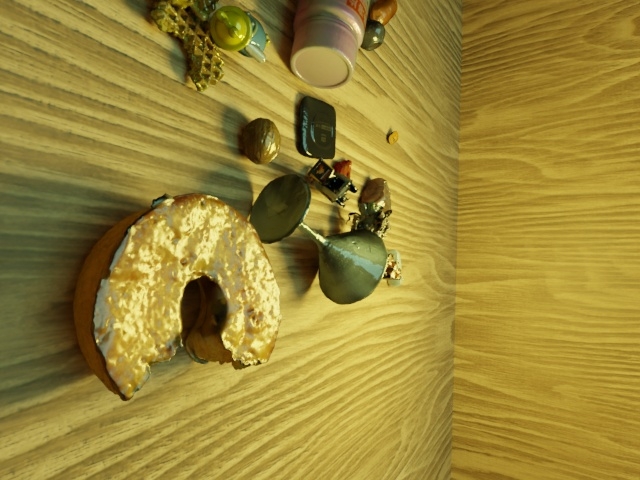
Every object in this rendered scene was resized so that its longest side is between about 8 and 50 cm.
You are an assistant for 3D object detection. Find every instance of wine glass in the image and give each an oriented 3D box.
[{"bbox_3d":[0.000,0.000,1.169,0.406,0.267,0.267,39,58,-48],"label":"wine glass"}]

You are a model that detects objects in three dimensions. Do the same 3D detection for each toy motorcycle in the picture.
[{"bbox_3d":[0.034,-0.177,1.253,0.091,0.157,0.263,-49,-176,3],"label":"toy motorcycle"}]

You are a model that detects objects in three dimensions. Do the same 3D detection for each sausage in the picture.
[{"bbox_3d":[0.271,-0.985,1.722,0.238,0.098,0.098,-59,136,-40],"label":"sausage"}]

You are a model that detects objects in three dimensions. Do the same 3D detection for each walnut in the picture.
[{"bbox_3d":[-0.156,-0.260,1.056,0.105,0.105,0.124,24,74,-55],"label":"walnut"}]

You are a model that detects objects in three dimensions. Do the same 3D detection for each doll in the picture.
[{"bbox_3d":[-0.189,-0.489,0.948,0.241,0.099,0.135,-76,160,-70],"label":"doll"}]

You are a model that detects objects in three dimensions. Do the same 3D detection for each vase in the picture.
[{"bbox_3d":[0.181,-0.848,1.573,0.120,0.120,0.182,-26,97,-55],"label":"vase"}]

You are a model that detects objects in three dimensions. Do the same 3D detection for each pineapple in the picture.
[{"bbox_3d":[0.179,0.001,1.435,0.262,0.263,0.271,11,80,-57],"label":"pineapple"}]

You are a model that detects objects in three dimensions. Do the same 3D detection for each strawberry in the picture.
[{"bbox_3d":[0.088,-0.248,1.482,0.152,0.048,0.104,-59,140,-34],"label":"strawberry"}]

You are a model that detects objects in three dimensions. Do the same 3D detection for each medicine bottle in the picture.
[{"bbox_3d":[0.034,-0.688,1.232,0.219,0.219,0.388,32,63,-53],"label":"medicine bottle"}]

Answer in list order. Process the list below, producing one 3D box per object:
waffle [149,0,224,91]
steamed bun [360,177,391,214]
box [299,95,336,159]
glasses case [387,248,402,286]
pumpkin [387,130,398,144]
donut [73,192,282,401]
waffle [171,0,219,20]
[{"bbox_3d":[-0.287,-0.435,0.886,0.149,0.051,0.194,-59,138,-44],"label":"waffle"},{"bbox_3d":[0.245,-0.165,1.674,0.145,0.106,0.175,55,45,-43],"label":"steamed bun"},{"bbox_3d":[-0.004,-0.372,1.340,0.212,0.042,0.201,-5,97,-57],"label":"box"},{"bbox_3d":[0.339,0.128,1.860,0.045,0.067,0.178,-24,111,-53],"label":"glasses case"},{"bbox_3d":[0.334,-0.481,1.882,0.083,0.028,0.050,-43,124,-38],"label":"pumpkin"},{"bbox_3d":[-0.272,0.102,0.823,0.435,0.164,0.377,20,72,-54],"label":"donut"},{"bbox_3d":[-0.300,-0.582,0.825,0.243,0.059,0.237,27,56,-49],"label":"waffle"}]
